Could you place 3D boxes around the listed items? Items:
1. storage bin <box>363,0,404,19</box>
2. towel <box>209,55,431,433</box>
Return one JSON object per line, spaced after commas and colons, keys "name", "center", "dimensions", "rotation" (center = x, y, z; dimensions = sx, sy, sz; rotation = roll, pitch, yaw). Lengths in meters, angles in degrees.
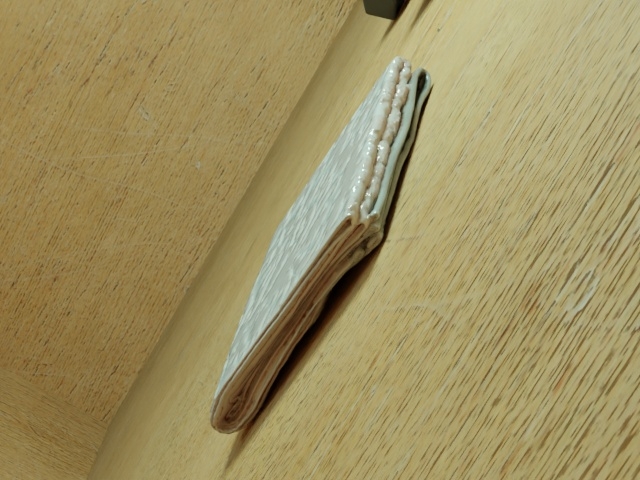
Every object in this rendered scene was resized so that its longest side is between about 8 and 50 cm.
{"name": "storage bin", "center": [0.120, -0.432, 2.242], "dimensions": [0.091, 0.098, 0.135], "rotation": [77, -147, -57]}
{"name": "towel", "center": [0.000, 0.000, 1.417], "dimensions": [0.317, 0.053, 0.332], "rotation": [-54, 9, 36]}
